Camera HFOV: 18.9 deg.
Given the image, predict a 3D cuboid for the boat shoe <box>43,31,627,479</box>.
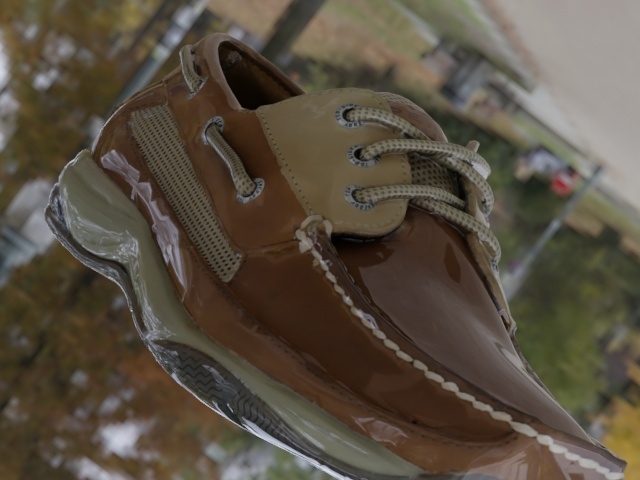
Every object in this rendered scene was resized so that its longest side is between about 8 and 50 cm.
[{"bbox_3d":[0.000,0.000,0.685,0.122,0.120,0.324,29,-176,-36],"label":"boat shoe"}]
